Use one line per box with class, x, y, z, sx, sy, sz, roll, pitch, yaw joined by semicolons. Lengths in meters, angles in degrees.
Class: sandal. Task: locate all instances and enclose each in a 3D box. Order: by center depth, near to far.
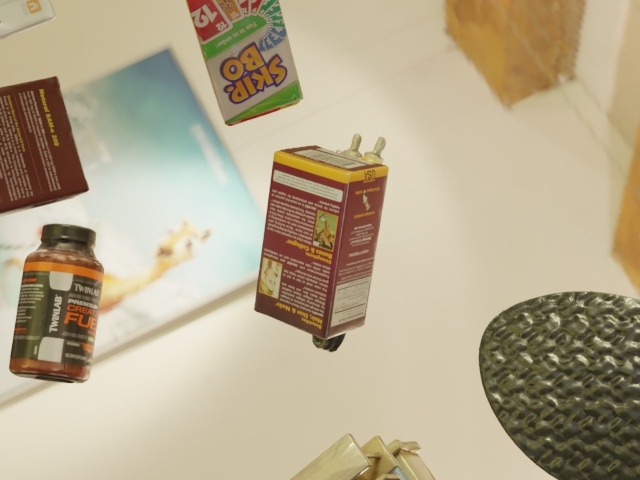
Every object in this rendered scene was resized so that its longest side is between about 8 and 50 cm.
sandal;0.347;0.159;1.103;0.107;0.446;0.167;53;51;-73

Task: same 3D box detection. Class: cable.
cable;0.013;0.003;1.712;0.072;0.287;0.139;29;-22;-25

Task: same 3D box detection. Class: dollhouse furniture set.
dollhouse furniture set;0.049;0.281;1.301;0.129;0.129;0.184;54;13;23

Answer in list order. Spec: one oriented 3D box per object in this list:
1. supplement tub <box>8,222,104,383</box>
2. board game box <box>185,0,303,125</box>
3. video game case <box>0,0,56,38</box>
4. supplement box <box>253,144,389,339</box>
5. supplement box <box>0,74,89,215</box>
supplement tub;-0.335;0.080;1.710;0.106;0.106;0.197;121;-25;-78
board game box;-0.106;-0.271;1.893;0.259;0.124;0.039;75;-5;-46
video game case;-0.580;-0.421;1.907;0.329;0.300;0.036;69;-18;-10
supplement box;0.000;0.000;1.462;0.104;0.081;0.188;19;-71;33
supplement box;-0.375;-0.080;1.380;0.073;0.239;0.130;-13;-88;63
